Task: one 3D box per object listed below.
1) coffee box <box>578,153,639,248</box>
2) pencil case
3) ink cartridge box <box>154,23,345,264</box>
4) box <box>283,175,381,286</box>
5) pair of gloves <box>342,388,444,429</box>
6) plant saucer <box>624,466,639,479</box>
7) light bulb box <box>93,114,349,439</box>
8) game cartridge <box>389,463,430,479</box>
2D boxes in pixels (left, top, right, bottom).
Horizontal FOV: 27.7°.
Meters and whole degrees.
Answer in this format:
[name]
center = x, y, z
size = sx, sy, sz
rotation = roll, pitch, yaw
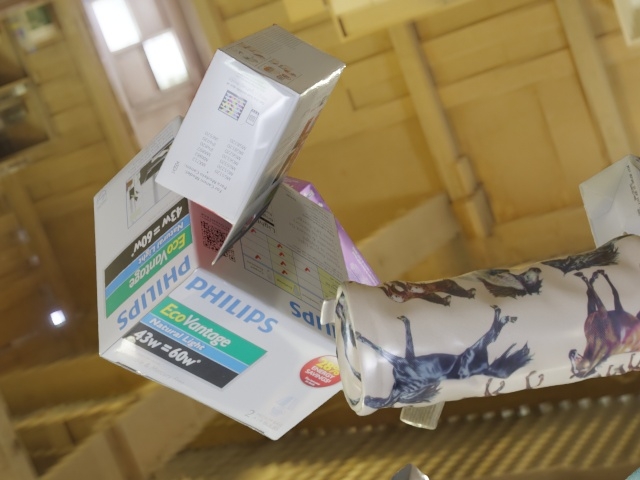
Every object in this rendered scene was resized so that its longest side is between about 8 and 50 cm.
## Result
[coffee box]
center = 0.579, -0.019, 2.128
size = 0.297, 0.168, 0.119
rotation = 12, 147, -39
[pencil case]
center = 0.210, 0.099, 1.563
size = 0.410, 0.160, 0.183
rotation = -9, -151, -3
[ink cartridge box]
center = -0.106, -0.142, 1.821
size = 0.272, 0.130, 0.309
rotation = -62, 177, 19
[box]
center = 0.000, 0.000, 2.601
size = 0.057, 0.293, 0.201
rotation = -41, -157, -13
[pair of gloves]
center = 0.143, 0.207, 2.305
size = 0.240, 0.204, 0.042
rotation = 22, 172, 33
[plant saucer]
center = 0.462, 0.317, 1.784
size = 0.119, 0.021, 0.119
rotation = -30, 157, -14
[light bulb box]
center = -0.145, 0.060, 2.020
size = 0.225, 0.358, 0.361
rotation = -41, -144, 24
[game cartridge]
center = 0.173, 0.376, 1.384
size = 0.060, 0.294, 0.196
rotation = -42, 179, 13
